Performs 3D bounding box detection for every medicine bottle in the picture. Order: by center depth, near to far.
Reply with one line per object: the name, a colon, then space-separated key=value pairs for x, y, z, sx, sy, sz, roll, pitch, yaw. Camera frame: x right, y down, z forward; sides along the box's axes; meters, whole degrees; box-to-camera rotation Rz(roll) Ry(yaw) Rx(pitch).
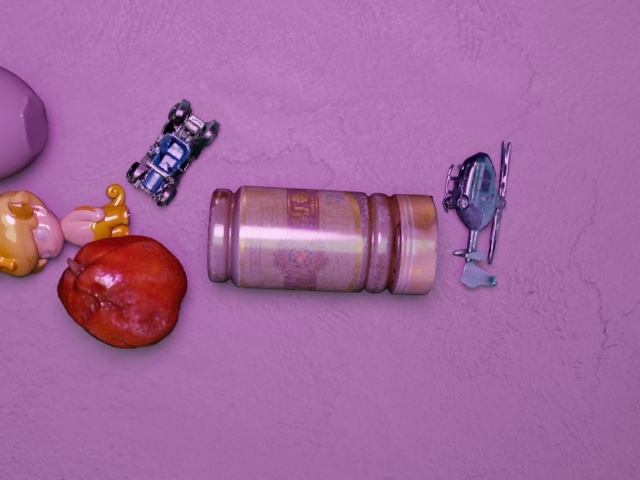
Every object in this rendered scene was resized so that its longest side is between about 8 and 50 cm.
medicine bottle: x=0.000 y=0.000 z=1.155 sx=0.322 sy=0.151 sz=0.151 roll=3 pitch=96 yaw=-4

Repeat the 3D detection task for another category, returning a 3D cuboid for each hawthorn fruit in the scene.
hawthorn fruit: x=-0.289 y=0.073 z=1.135 sx=0.179 sy=0.173 sz=0.174 roll=-6 pitch=97 yaw=-35

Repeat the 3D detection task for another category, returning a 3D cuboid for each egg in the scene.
egg: x=-0.507 y=-0.168 z=1.094 sx=0.231 sy=0.176 sz=0.176 roll=9 pitch=95 yaw=1

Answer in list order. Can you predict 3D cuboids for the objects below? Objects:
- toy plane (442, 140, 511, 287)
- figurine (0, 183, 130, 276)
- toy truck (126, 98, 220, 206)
toy plane: x=0.243 y=-0.044 z=1.218 sx=0.096 sy=0.060 sz=0.235 roll=8 pitch=91 yaw=-18
figurine: x=-0.407 y=-0.016 z=1.151 sx=0.246 sy=0.131 sz=0.156 roll=-6 pitch=137 yaw=-18
toy truck: x=-0.222 y=-0.131 z=1.165 sx=0.080 sy=0.078 sz=0.154 roll=35 pitch=92 yaw=-8
